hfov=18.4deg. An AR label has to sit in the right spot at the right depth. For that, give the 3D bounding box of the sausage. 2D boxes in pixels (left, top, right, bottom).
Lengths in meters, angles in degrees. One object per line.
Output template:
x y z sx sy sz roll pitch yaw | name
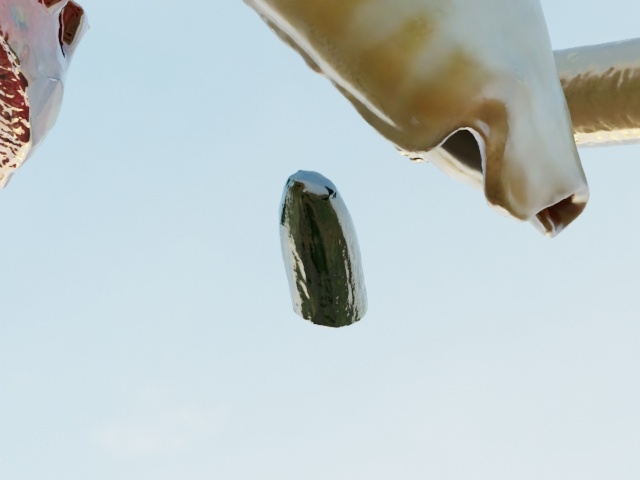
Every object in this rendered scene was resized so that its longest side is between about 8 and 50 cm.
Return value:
0.163 -0.081 1.085 0.301 0.066 0.066 -1 -64 43 | sausage

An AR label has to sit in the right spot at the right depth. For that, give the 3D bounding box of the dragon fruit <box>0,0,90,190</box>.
-0.205 -0.152 1.291 0.126 0.161 0.274 25 -34 0 | dragon fruit

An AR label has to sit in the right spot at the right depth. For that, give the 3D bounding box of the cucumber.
0.000 0.000 1.175 0.048 0.048 0.105 -4 -51 8 | cucumber

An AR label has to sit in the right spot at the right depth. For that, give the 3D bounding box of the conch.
0.044 -0.119 0.851 0.127 0.158 0.255 -47 -114 6 | conch
